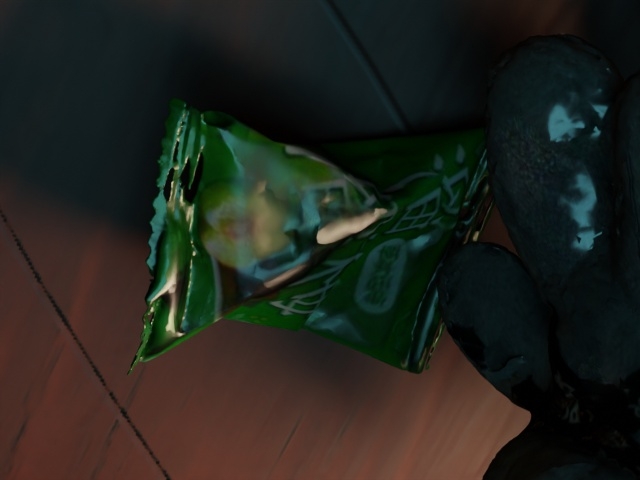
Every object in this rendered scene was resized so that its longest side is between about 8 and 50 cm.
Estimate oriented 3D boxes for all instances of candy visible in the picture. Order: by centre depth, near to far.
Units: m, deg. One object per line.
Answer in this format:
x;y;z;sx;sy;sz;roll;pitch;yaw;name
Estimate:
-0.001;-0.004;1.005;0.203;0.078;0.141;4;128;-32;candy

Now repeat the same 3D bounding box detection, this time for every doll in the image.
0.130;0.075;0.934;0.158;0.246;0.340;-32;125;-33;doll
